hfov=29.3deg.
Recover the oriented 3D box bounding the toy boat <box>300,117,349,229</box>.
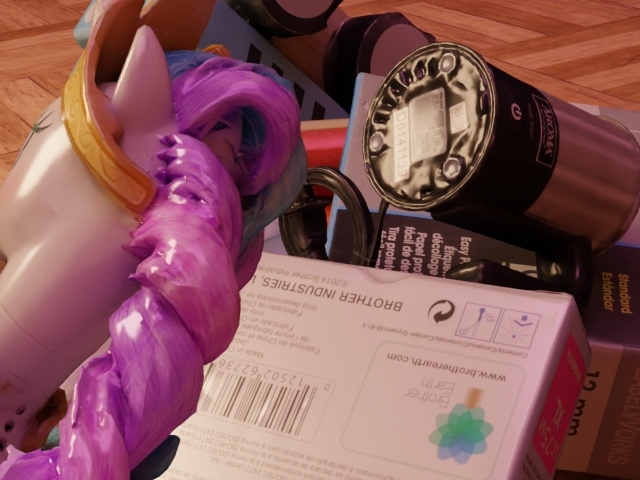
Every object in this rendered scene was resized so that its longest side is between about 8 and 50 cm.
[{"bbox_3d":[0.000,0.000,0.939,0.231,0.151,0.151,-5,40,1],"label":"toy boat"}]

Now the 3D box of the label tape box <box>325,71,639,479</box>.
[{"bbox_3d":[0.175,0.021,0.758,0.347,0.115,0.249,6,38,4],"label":"label tape box"}]

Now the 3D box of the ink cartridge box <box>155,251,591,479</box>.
[{"bbox_3d":[-0.016,0.153,0.527,0.185,0.065,0.311,9,59,30],"label":"ink cartridge box"}]

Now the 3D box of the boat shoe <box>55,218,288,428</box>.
[{"bbox_3d":[-0.099,0.083,0.771,0.103,0.113,0.302,37,55,7],"label":"boat shoe"}]

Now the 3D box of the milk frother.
[{"bbox_3d":[0.071,-0.023,0.645,0.134,0.129,0.143,17,-7,-43],"label":"milk frother"}]

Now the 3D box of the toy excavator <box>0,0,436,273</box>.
[{"bbox_3d":[-0.157,-0.087,1.054,0.222,0.433,0.445,6,64,51],"label":"toy excavator"}]

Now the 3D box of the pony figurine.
[{"bbox_3d":[-0.108,0.108,0.338,0.363,0.303,0.351,-46,40,9],"label":"pony figurine"}]
